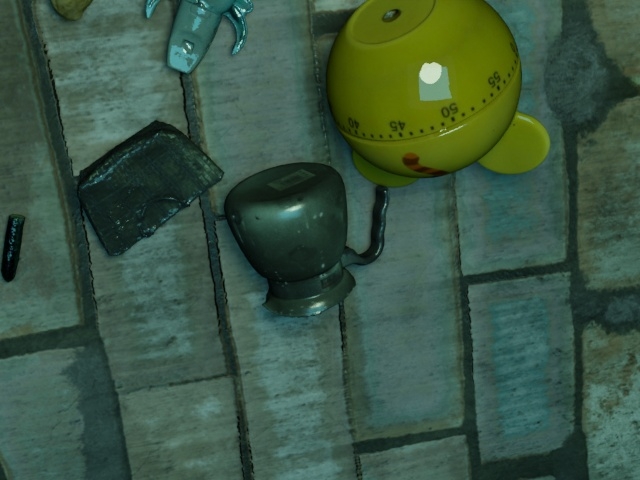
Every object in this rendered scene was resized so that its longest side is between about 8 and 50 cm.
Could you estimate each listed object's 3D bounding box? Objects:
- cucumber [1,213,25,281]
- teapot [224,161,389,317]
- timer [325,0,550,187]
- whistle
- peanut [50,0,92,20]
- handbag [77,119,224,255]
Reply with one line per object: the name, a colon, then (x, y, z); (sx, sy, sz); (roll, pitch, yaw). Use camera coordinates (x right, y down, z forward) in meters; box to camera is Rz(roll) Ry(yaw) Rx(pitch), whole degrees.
cucumber: (-0.579, 0.017, 1.599); (0.032, 0.032, 0.133); (12, 104, -12)
teapot: (-0.022, 0.001, 1.628); (0.223, 0.305, 0.285); (4, 119, 33)
timer: (0.192, -0.251, 1.515); (0.376, 0.376, 0.387); (-30, 130, 0)
whistle: (-0.203, -0.429, 1.513); (0.186, 0.093, 0.274); (21, 104, -14)
peanut: (-0.422, -0.475, 1.466); (0.089, 0.089, 0.192); (7, 103, -11)
handbag: (-0.328, -0.102, 1.589); (0.270, 0.088, 0.175); (-35, 116, 1)
